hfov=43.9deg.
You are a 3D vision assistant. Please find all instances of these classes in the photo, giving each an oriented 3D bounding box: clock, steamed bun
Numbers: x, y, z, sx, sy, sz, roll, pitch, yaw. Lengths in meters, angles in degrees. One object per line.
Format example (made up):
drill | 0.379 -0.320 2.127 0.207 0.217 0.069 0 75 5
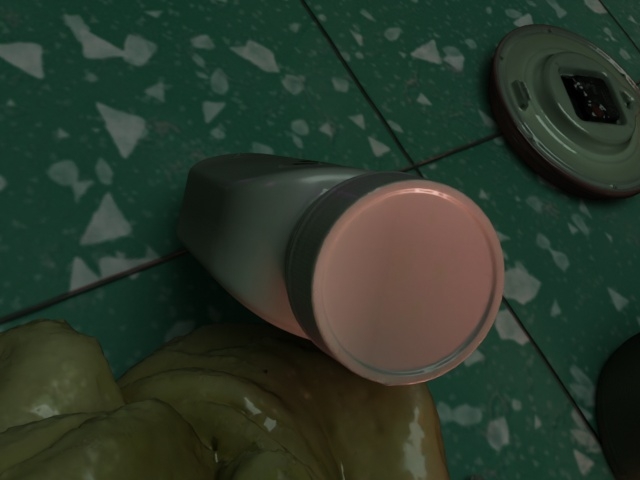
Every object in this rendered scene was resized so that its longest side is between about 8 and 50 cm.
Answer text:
clock | 0.304 -0.156 0.937 0.244 0.056 0.244 14 56 -22
steamed bun | -0.089 0.182 0.417 0.372 0.230 0.324 -1 59 -27

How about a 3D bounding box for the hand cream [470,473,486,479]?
hand cream | 0.115 0.268 0.589 0.067 0.042 0.194 35 47 -3

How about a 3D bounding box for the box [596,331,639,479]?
box | 0.390 0.164 0.728 0.226 0.149 0.226 13 56 -21

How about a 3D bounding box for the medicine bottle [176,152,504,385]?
medicine bottle | 0.000 0.000 0.527 0.161 0.296 0.111 11 96 -18
